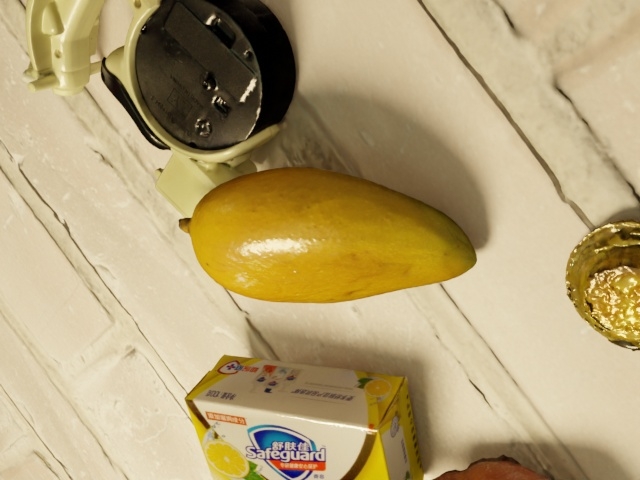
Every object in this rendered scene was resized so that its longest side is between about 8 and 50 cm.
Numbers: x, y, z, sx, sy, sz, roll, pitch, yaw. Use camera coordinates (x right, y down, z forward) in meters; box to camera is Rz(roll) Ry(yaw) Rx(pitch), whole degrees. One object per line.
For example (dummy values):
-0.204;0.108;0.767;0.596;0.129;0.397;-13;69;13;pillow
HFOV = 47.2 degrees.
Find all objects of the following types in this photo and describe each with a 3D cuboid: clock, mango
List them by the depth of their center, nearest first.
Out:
0.000;0.000;0.756;0.316;0.119;0.176;3;145;17;mango
-0.206;-0.217;0.809;0.379;0.120;0.276;43;127;8;clock

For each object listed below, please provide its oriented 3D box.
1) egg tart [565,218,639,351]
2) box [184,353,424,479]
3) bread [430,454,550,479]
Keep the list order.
0.279;0.044;0.648;0.130;0.052;0.130;15;119;30;egg tart
-0.019;0.243;0.903;0.265;0.097;0.168;3;121;25;box
0.220;0.360;0.791;0.190;0.123;0.244;-37;102;11;bread
